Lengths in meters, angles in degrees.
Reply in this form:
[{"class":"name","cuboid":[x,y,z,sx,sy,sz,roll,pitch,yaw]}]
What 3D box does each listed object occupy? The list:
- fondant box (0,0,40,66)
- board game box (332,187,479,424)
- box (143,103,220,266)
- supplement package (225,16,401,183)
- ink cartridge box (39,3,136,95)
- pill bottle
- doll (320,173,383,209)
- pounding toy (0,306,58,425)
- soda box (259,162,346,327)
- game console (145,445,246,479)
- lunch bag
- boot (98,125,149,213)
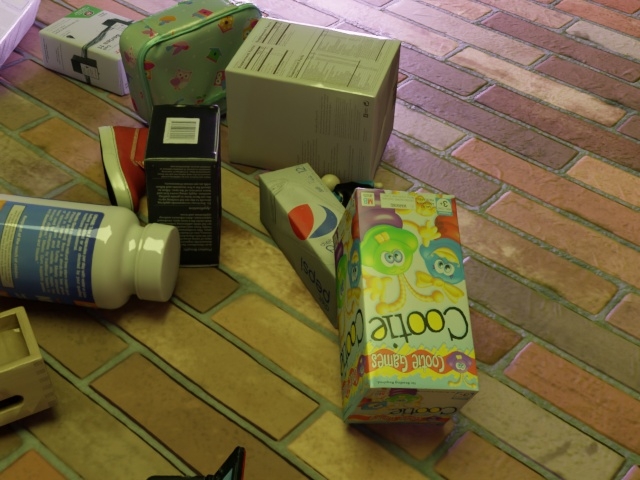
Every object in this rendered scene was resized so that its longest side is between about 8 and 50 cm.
[{"class":"fondant box","cuboid":[-0.725,-0.466,1.881,0.238,0.096,0.330,23,31,-13]},{"class":"board game box","cuboid":[0.105,0.088,1.226,0.144,0.142,0.275,3,62,-12]},{"class":"box","cuboid":[-0.209,-0.084,1.447,0.108,0.207,0.153,0,41,-4]},{"class":"supplement package","cuboid":[-0.011,-0.247,1.658,0.262,0.199,0.198,12,43,11]},{"class":"ink cartridge box","cuboid":[-0.438,-0.388,1.895,0.208,0.087,0.153,22,44,20]},{"class":"pill bottle","cuboid":[-0.349,0.020,1.357,0.271,0.152,0.152,7,40,5]},{"class":"doll","cuboid":[0.066,-0.060,1.562,0.129,0.046,0.189,-27,49,-33]},{"class":"pounding toy","cuboid":[-0.464,0.164,1.229,0.181,0.094,0.206,-20,35,-18]},{"class":"soda box","cuboid":[0.000,0.000,1.446,0.091,0.098,0.286,-16,44,-21]},{"class":"game console","cuboid":[-0.152,0.311,1.073,0.085,0.124,0.144,24,37,-17]},{"class":"lunch bag","cuboid":[-0.220,-0.326,1.735,0.279,0.224,0.108,-27,45,-24]},{"class":"boot","cuboid":[-0.283,-0.130,1.598,0.176,0.088,0.244,-6,37,-13]}]
